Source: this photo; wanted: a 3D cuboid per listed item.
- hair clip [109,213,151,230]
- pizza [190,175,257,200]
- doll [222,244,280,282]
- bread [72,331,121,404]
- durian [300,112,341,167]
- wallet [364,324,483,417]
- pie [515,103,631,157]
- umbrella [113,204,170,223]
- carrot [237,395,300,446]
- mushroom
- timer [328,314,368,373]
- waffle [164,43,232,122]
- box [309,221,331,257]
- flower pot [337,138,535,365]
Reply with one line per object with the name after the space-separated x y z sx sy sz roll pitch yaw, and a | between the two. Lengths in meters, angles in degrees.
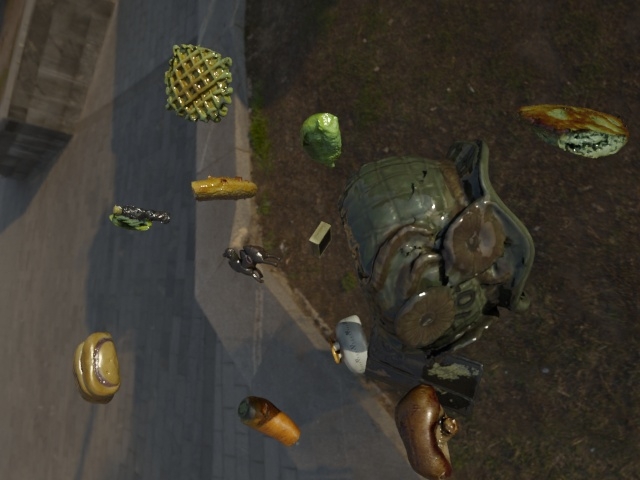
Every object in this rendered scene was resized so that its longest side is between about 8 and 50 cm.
-0.531 -0.053 1.351 0.033 0.188 0.060 -38 85 11 | hair clip
-0.365 -0.184 1.717 0.225 0.335 0.086 -3 94 31 | pizza
-0.230 0.065 1.544 0.139 0.165 0.057 -50 14 37 | doll
-0.478 0.276 1.017 0.225 0.081 0.134 -40 66 52 | bread
0.000 -0.325 1.563 0.139 0.101 0.250 37 157 10 | durian
0.275 0.357 1.325 0.320 0.044 0.171 17 107 28 | wallet
0.783 -0.354 1.498 0.288 0.354 0.103 -97 13 -58 | pie
-0.466 -0.069 1.256 0.040 0.143 0.037 -61 40 24 | umbrella
-0.139 0.488 1.310 0.087 0.193 0.087 -33 35 26 | carrot
0.257 0.485 1.213 0.194 0.138 0.232 108 156 -71 | mushroom
0.167 0.417 1.948 0.239 0.233 0.234 -20 62 2 | timer
-0.337 -0.426 1.320 0.213 0.054 0.208 21 111 14 | waffle
0.000 0.000 1.438 0.035 0.083 0.079 23 61 18 | box
0.160 0.018 0.678 0.213 0.302 0.302 -20 64 9 | flower pot
